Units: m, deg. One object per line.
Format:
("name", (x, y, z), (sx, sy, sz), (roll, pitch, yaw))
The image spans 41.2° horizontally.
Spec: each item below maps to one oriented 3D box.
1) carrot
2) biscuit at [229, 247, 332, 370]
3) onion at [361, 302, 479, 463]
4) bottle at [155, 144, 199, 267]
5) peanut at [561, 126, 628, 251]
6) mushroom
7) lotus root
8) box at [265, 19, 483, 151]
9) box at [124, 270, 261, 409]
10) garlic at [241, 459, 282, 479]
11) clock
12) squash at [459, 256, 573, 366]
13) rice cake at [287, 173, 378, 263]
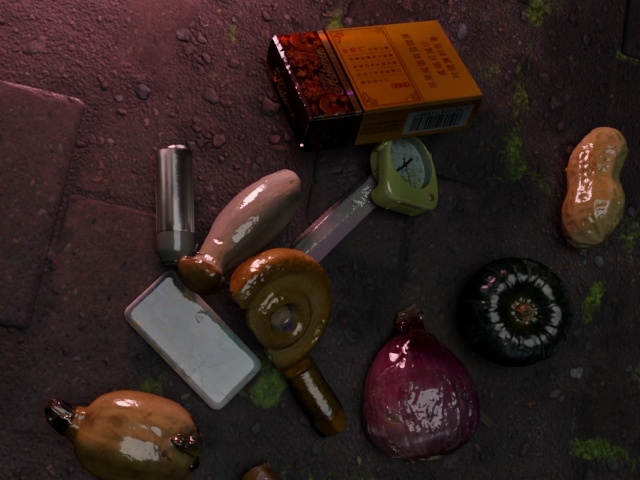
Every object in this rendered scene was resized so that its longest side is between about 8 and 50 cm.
("carrot", (-0.010, 0.333, 1.800), (0.082, 0.082, 0.173), (-33, 95, -19))
("biscuit", (-0.068, 0.128, 1.746), (0.213, 0.091, 0.274), (-47, 129, -17))
("onion", (0.225, 0.307, 1.838), (0.267, 0.159, 0.348), (-5, 84, -21))
("bottle", (-0.299, -0.071, 1.779), (0.096, 0.079, 0.253), (6, 77, -40))
("peanut", (0.662, -0.129, 2.052), (0.149, 0.149, 0.313), (16, 72, -14))
("mushroom", (-0.161, -0.021, 1.769), (0.128, 0.128, 0.350), (44, 57, -6))
("lotus root", (-0.381, 0.376, 1.634), (0.310, 0.183, 0.182), (17, 77, -12))
("box", (0.112, -0.348, 1.877), (0.415, 0.115, 0.264), (-12, 59, -19))
("box", (-0.263, 0.206, 1.764), (0.142, 0.044, 0.285), (-44, 95, -14))
("garlic", (-0.057, 0.557, 1.737), (0.245, 0.145, 0.164), (32, 42, -12))
("clock", (0.183, -0.177, 1.924), (0.170, 0.069, 0.232), (14, 63, -38))
("squash", (0.439, 0.160, 1.921), (0.252, 0.165, 0.252), (2, 80, -14))
("rice cake", (0.000, -0.001, 1.865), (0.399, 0.064, 0.070), (-44, 102, -18))
